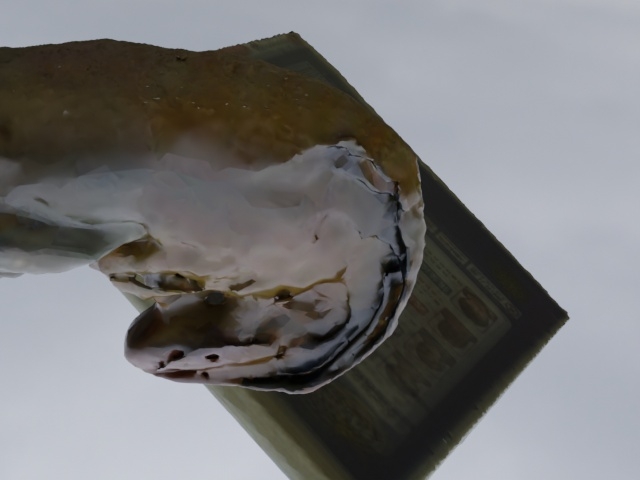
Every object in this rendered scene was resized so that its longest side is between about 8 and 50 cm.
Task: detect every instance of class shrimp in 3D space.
[{"bbox_3d":[-0.099,-0.004,0.500,0.262,0.117,0.066,3,-161,7],"label":"shrimp"}]

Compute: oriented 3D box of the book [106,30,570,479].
[{"bbox_3d":[0.000,0.000,0.759,0.228,0.018,0.322,47,-156,7],"label":"book"}]
